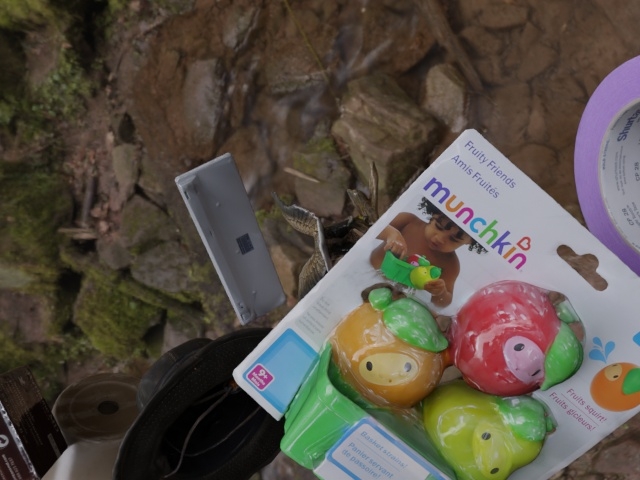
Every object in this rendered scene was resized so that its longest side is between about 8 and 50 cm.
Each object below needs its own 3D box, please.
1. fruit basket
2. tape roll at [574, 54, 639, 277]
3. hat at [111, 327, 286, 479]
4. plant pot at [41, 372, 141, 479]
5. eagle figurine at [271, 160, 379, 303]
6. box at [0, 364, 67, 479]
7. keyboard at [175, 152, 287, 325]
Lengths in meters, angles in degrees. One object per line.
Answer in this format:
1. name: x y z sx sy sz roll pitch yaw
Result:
1. fruit basket: 0.137 0.128 0.618 0.327 0.165 0.353 40 115 -9
2. tape roll: 0.402 -0.070 0.689 0.275 0.090 0.274 166 90 -75
3. hat: -0.169 0.233 0.891 0.134 0.331 0.331 32 104 35
4. plant pot: -0.415 0.426 1.245 0.323 0.323 0.280 35 124 37
5. eagle figurine: 0.008 0.004 1.275 0.298 0.225 0.226 -13 45 42
6. box: -0.522 0.311 0.989 0.167 0.203 0.168 -26 91 -11
7. keyboard: -0.104 0.008 0.806 0.072 0.256 0.014 -32 43 -17
